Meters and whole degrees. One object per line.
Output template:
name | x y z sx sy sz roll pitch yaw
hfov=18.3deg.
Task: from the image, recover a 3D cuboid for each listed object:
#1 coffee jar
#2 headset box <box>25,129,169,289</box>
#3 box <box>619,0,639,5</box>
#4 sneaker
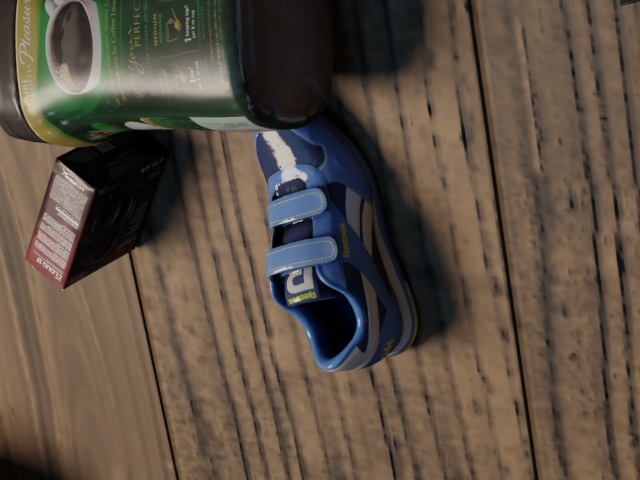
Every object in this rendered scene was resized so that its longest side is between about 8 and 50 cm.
coffee jar | -0.085 -0.097 0.992 0.184 0.079 0.096 -1 91 38
headset box | -0.123 -0.016 1.080 0.032 0.062 0.083 37 129 19
box | 0.159 -0.246 0.678 0.293 0.073 0.295 -12 125 42
sneaker | 0.000 0.000 0.994 0.053 0.059 0.144 -19 98 43
